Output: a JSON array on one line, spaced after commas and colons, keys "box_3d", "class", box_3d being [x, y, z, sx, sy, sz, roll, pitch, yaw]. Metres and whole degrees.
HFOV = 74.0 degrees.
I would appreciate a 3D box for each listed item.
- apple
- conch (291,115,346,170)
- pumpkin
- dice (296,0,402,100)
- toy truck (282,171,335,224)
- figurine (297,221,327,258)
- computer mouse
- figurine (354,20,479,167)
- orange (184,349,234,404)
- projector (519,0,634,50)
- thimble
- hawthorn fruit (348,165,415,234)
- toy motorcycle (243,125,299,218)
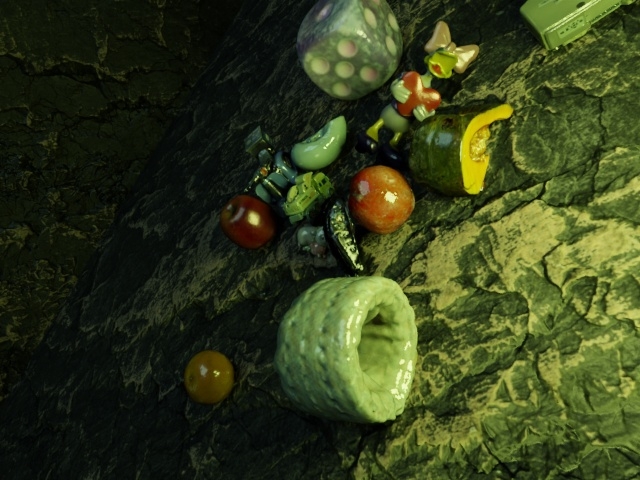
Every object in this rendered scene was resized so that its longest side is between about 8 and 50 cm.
[{"box_3d": [-0.240, -0.063, 1.439, 0.180, 0.168, 0.181, -22, 48, 26], "class": "apple"}, {"box_3d": [0.004, -0.319, 1.405, 0.221, 0.121, 0.185, -35, 39, 13], "class": "conch"}, {"box_3d": [0.344, -0.214, 1.016, 0.280, 0.190, 0.139, -24, 24, -33], "class": "pumpkin"}, {"box_3d": [0.100, -0.668, 1.434, 0.269, 0.271, 0.271, -16, 53, 39], "class": "dice"}, {"box_3d": [-0.044, -0.137, 1.288, 0.085, 0.116, 0.191, -11, 29, 42], "class": "toy truck"}, {"box_3d": [0.006, 0.001, 1.231, 0.146, 0.081, 0.098, 9, 113, 43], "class": "figurine"}, {"box_3d": [0.051, -0.007, 1.098, 0.077, 0.146, 0.242, -15, 81, 4], "class": "computer mouse"}, {"box_3d": [0.265, -0.395, 1.182, 0.421, 0.154, 0.193, -53, 3, 15], "class": "figurine"}, {"box_3d": [-0.318, 0.395, 1.232, 0.154, 0.134, 0.155, -4, 84, 45], "class": "orange"}, {"box_3d": [0.619, -0.578, 0.984, 0.269, 0.088, 0.194, -31, 44, 26], "class": "projector"}, {"box_3d": [0.063, 0.220, 0.853, 0.195, 0.291, 0.292, -8, 58, 41], "class": "thimble"}, {"box_3d": [0.146, -0.103, 1.066, 0.172, 0.172, 0.173, -26, 47, 31], "class": "hawthorn fruit"}, {"box_3d": [-0.161, -0.218, 1.427, 0.125, 0.212, 0.359, -37, 42, 20], "class": "toy motorcycle"}]
